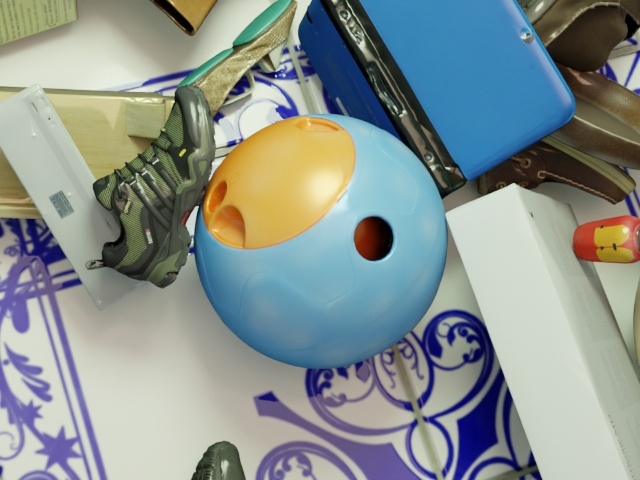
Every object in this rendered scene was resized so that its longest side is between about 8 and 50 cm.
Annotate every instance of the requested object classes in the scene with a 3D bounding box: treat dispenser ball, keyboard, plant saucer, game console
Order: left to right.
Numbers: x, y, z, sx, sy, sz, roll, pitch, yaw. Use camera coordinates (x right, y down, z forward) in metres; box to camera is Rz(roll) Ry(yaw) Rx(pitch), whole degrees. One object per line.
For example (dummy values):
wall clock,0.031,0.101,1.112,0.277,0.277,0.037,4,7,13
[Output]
keyboard,-0.279,-0.045,1.226,0.072,0.014,0.256,-28,105,0
treat dispenser ball,0.000,0.000,1.249,0.288,0.288,0.288,3,74,-11
game console,0.129,-0.206,1.340,0.173,0.250,0.293,-29,87,-15
plant saucer,0.332,-0.170,1.408,0.310,0.311,0.050,22,113,-5

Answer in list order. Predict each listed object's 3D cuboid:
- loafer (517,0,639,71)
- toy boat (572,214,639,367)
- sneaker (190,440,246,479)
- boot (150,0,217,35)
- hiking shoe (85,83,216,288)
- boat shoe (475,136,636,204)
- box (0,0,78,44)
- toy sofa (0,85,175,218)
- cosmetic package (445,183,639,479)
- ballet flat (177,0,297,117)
loafer,0.341,-0.284,1.422,0.366,0.133,0.130,-31,92,-49
toy boat,0.446,0.056,1.345,0.318,0.148,0.268,34,63,-38
sneaker,-0.079,0.367,1.238,0.130,0.109,0.287,-5,85,-20
boot,-0.088,-0.355,1.374,0.264,0.096,0.280,44,54,-17
hiking shoe,-0.185,-0.064,1.197,0.114,0.086,0.227,12,94,-20
boat shoe,0.239,-0.115,1.437,0.341,0.123,0.123,25,103,-5
box,-0.447,-0.343,1.328,0.242,0.117,0.214,-23,72,-18
toy sofa,-0.344,-0.103,1.298,0.362,0.177,0.150,1,99,-12
cosmetic package,0.288,0.134,1.281,0.097,0.284,0.377,-23,78,20
ballet flat,-0.095,-0.231,1.422,0.206,0.073,0.067,-43,114,-17
